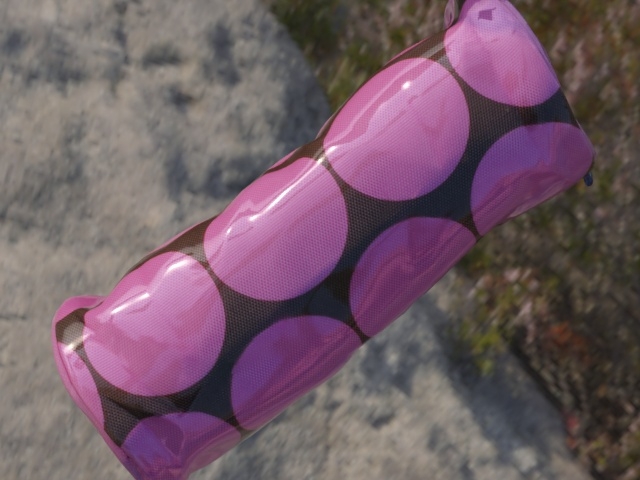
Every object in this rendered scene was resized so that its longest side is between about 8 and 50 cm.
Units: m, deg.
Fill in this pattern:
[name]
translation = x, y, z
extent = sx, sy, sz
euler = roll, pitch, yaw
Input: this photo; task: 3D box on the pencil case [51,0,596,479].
[pencil case]
translation = 0.000, 0.000, 0.598
extent = 0.209, 0.098, 0.095
euler = -37, 115, -2
